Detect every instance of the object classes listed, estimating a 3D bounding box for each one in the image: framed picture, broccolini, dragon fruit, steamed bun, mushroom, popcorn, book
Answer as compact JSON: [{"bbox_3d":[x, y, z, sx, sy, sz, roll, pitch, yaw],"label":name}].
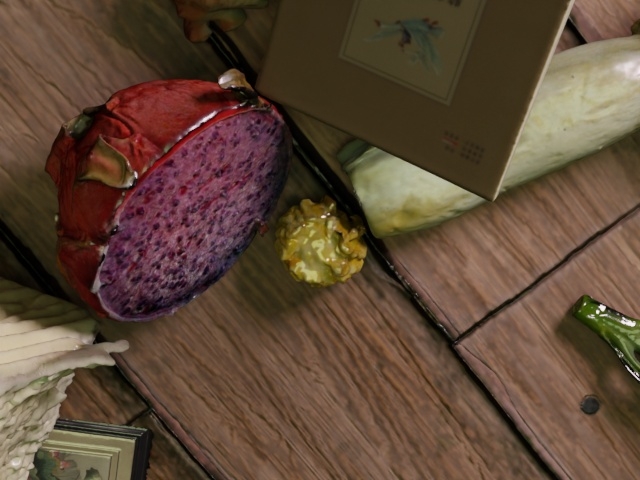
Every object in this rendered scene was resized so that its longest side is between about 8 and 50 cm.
[{"bbox_3d":[-0.261,0.253,1.237,0.199,0.010,0.195,8,103,-4],"label":"framed picture"},{"bbox_3d":[0.317,0.109,1.214,0.202,0.068,0.091,35,87,6],"label":"broccolini"},{"bbox_3d":[-0.144,-0.059,1.096,0.218,0.224,0.148,-44,64,-10],"label":"dragon fruit"},{"bbox_3d":[-0.346,0.156,1.074,0.273,0.290,0.272,26,101,14],"label":"steamed bun"},{"bbox_3d":[0.171,-0.095,1.136,0.312,0.081,0.100,-22,97,5],"label":"mushroom"},{"bbox_3d":[0.000,0.000,1.163,0.082,0.057,0.083,11,106,2],"label":"popcorn"},{"bbox_3d":[0.083,-0.205,0.981,0.217,0.021,0.310,26,120,15],"label":"book"}]

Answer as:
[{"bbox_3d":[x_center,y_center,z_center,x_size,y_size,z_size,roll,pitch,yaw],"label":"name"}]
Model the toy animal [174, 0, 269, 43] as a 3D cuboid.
[{"bbox_3d":[-0.020,-0.275,1.052,0.157,0.097,0.312,23,121,-8],"label":"toy animal"}]
